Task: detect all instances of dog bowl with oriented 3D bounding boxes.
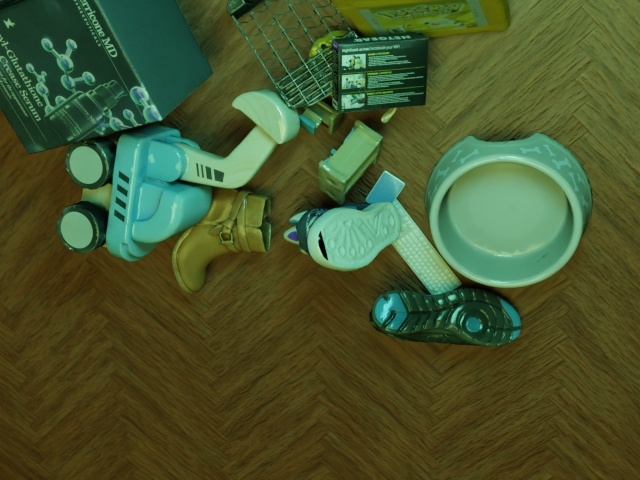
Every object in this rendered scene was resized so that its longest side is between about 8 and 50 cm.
[{"bbox_3d":[0.383,-0.055,1.898,0.348,0.102,0.349,6,119,11],"label":"dog bowl"}]

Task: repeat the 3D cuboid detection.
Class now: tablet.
[{"bbox_3d":[0.140,-0.104,1.982,0.054,0.006,0.083,33,115,1],"label":"tablet"}]

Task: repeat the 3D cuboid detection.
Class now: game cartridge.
[{"bbox_3d":[0.183,-0.420,1.628,0.285,0.323,0.053,-2,89,16],"label":"game cartridge"}]

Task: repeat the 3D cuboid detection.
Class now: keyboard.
[{"bbox_3d":[0.212,0.020,2.035,0.072,0.014,0.256,-31,107,27],"label":"keyboard"}]

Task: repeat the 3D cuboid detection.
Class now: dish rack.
[{"bbox_3d":[-0.042,-0.404,1.774,0.208,0.074,0.272,-31,93,17],"label":"dish rack"}]

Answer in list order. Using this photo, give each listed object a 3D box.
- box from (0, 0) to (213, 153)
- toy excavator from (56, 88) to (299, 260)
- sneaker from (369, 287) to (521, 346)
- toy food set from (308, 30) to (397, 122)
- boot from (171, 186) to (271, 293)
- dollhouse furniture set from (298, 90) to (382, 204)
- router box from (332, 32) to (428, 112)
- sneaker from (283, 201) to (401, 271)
[{"bbox_3d":[-0.469,-0.374,1.822,0.395,0.212,0.294,-9,120,33],"label":"box"},{"bbox_3d":[-0.285,-0.138,1.918,0.445,0.222,0.433,17,109,15],"label":"toy excavator"},{"bbox_3d":[0.277,0.172,2.058,0.340,0.125,0.140,8,165,-4],"label":"sneaker"},{"bbox_3d":[0.081,-0.330,1.834,0.217,0.071,0.128,32,101,3],"label":"toy food set"},{"bbox_3d":[-0.217,0.005,2.089,0.220,0.109,0.284,9,108,14],"label":"boot"},{"bbox_3d":[0.013,-0.193,1.886,0.183,0.129,0.129,37,164,11],"label":"dollhouse furniture set"},{"bbox_3d":[0.113,-0.316,1.730,0.178,0.046,0.133,-7,118,-13],"label":"router box"},{"bbox_3d":[0.000,-0.001,1.904,0.236,0.322,0.130,-10,97,34],"label":"sneaker"}]
